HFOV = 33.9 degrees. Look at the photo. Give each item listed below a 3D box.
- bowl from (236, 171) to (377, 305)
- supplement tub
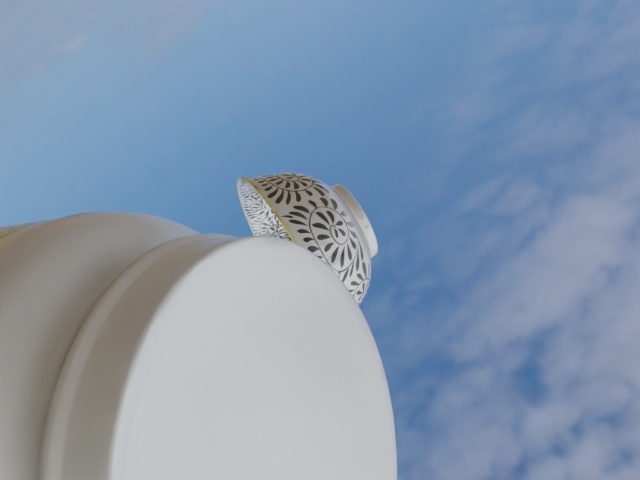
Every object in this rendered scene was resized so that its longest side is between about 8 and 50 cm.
[{"bbox_3d":[0.000,0.000,0.951,0.080,0.170,0.170,-29,-161,-12],"label":"bowl"},{"bbox_3d":[-0.151,0.111,0.512,0.324,0.235,0.235,-6,-143,33],"label":"supplement tub"}]
